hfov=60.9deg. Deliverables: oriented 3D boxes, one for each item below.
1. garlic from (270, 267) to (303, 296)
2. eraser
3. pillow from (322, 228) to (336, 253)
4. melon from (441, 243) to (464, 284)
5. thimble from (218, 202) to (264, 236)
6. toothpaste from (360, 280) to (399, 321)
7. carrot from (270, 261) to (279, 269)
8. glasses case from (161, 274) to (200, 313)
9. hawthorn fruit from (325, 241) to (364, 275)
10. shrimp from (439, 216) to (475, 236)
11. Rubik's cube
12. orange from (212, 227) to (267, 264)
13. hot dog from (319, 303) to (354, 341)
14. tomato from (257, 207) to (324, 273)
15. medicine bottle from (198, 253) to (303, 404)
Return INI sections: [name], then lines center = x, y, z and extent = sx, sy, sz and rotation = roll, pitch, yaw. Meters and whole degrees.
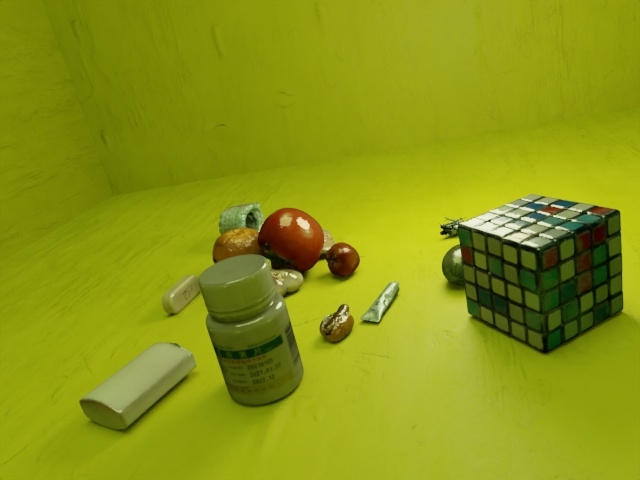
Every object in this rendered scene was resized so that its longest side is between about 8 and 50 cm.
[garlic]
center = -0.145, 0.148, 1.918
extent = 0.175, 0.099, 0.124
rotation = -18, 42, -17
[eraser]
center = -0.493, 0.390, 1.491
extent = 0.174, 0.094, 0.270
rotation = 1, 24, 33
[pillow]
center = 0.000, 0.000, 2.223
extent = 0.126, 0.043, 0.232
rotation = 2, 23, -15
[melon]
center = 0.445, 0.073, 1.724
extent = 0.114, 0.114, 0.167
rotation = -2, 25, 26
[thimble]
center = -0.355, -0.079, 2.486
extent = 0.149, 0.185, 0.210
rotation = -4, 55, 28
[toothpaste]
center = 0.196, 0.188, 1.688
extent = 0.064, 0.041, 0.218
rotation = 7, 31, 30
[carrot]
center = -0.095, 0.069, 2.155
extent = 0.210, 0.061, 0.061
rotation = -11, 20, -8
[glasses case]
center = -0.515, 0.198, 2.021
extent = 0.050, 0.083, 0.196
rotation = -5, 23, 22
[hawthorn fruit]
center = 0.082, 0.071, 1.959
extent = 0.125, 0.125, 0.140
rotation = -2, -10, 27
[shrimp]
center = 0.532, -0.059, 2.068
extent = 0.174, 0.082, 0.076
rotation = -12, 15, -18
[Rubik's cube]
center = 0.567, 0.069, 1.415
extent = 0.287, 0.291, 0.293
rotation = -21, 20, -21
[orange]
center = -0.314, 0.050, 2.136
extent = 0.219, 0.193, 0.219
rotation = -24, 24, 12
[hot dog]
center = 0.053, 0.241, 1.599
extent = 0.090, 0.060, 0.140
rotation = 10, 27, 38
[tomato]
center = -0.108, 0.000, 2.015
extent = 0.256, 0.256, 0.224
rotation = 9, 65, 45
[medicine bottle]
center = -0.179, 0.223, 1.387
extent = 0.208, 0.339, 0.208
rotation = -12, 20, 5
